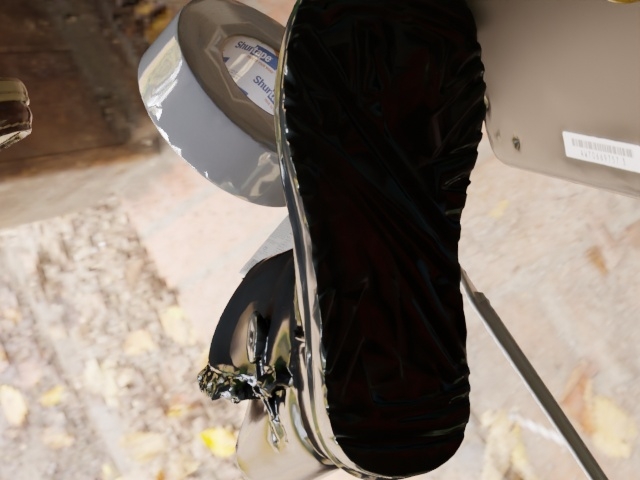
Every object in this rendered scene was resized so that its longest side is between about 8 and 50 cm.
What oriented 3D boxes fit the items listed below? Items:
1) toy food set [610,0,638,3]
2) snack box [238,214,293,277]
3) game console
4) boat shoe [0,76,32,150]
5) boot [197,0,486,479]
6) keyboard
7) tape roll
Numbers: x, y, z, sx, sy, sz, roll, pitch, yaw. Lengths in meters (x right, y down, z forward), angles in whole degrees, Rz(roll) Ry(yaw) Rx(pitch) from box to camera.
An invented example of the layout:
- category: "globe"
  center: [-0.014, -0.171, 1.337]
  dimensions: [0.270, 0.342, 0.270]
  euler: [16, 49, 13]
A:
- category: "toy food set"
  center: [0.126, -0.191, 0.623]
  dimensions: [0.071, 0.128, 0.218]
  euler: [1, 129, 24]
- category: "snack box"
  center: [-0.005, 0.022, 1.076]
  dimensions: [0.022, 0.178, 0.064]
  euler: [45, 81, -23]
- category: "game console"
  center: [0.172, -0.194, 0.881]
  dimensions: [0.060, 0.386, 0.342]
  euler: [-16, 103, -14]
- category: "boat shoe"
  center: [-0.345, 0.003, 1.038]
  dimensions: [0.342, 0.123, 0.123]
  euler: [-31, 91, -8]
- category: "boot"
  center: [0.000, 0.000, 0.708]
  dimensions: [0.094, 0.207, 0.246]
  euler: [1, 82, -18]
- category: "keyboard"
  center: [0.168, 0.126, 1.031]
  dimensions: [0.014, 0.072, 0.256]
  euler: [-34, 108, 2]
- category: "tape roll"
  center: [-0.071, -0.140, 1.440]
  dimensions: [0.219, 0.219, 0.072]
  euler: [51, 123, 9]
